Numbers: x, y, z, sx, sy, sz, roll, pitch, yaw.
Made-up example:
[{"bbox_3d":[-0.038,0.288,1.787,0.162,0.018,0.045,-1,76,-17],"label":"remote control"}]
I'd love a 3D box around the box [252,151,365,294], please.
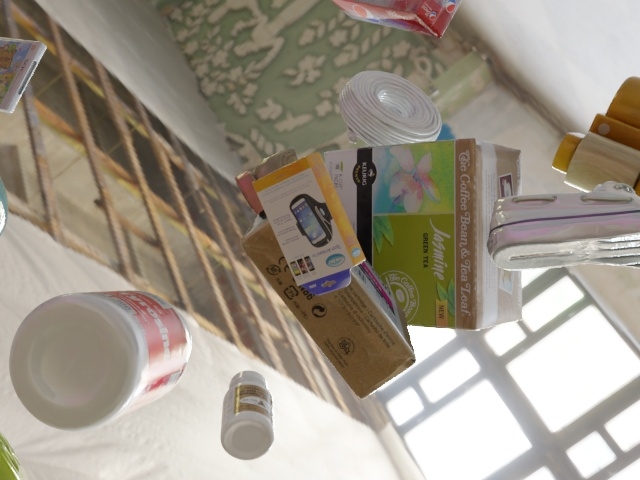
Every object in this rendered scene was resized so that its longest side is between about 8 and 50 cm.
[{"bbox_3d":[-0.010,-0.014,0.778,0.028,0.081,0.136,-31,-82,-50],"label":"box"}]

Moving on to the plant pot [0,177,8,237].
[{"bbox_3d":[-0.705,-0.065,1.353,0.293,0.293,0.235,54,177,14],"label":"plant pot"}]

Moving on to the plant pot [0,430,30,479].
[{"bbox_3d":[-0.394,0.299,0.774,0.207,0.227,0.228,47,158,-6],"label":"plant pot"}]

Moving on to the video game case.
[{"bbox_3d":[-0.798,-0.417,1.888,0.212,0.193,0.023,14,164,31],"label":"video game case"}]

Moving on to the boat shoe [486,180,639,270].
[{"bbox_3d":[0.271,-0.022,0.709,0.083,0.226,0.076,67,-155,-58],"label":"boat shoe"}]

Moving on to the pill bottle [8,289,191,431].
[{"bbox_3d":[-0.380,0.208,1.422,0.229,0.229,0.407,53,-177,6],"label":"pill bottle"}]

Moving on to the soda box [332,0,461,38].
[{"bbox_3d":[0.132,-0.454,1.407,0.083,0.092,0.263,30,180,-43],"label":"soda box"}]

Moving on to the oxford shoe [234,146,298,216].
[{"bbox_3d":[0.000,0.000,1.305,0.348,0.130,0.123,55,178,-25],"label":"oxford shoe"}]

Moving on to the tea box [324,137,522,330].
[{"bbox_3d":[0.194,-0.010,1.431,0.220,0.323,0.329,0,-91,-54],"label":"tea box"}]

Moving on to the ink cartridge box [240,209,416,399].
[{"bbox_3d":[0.013,0.051,0.935,0.235,0.088,0.193,52,-170,-9],"label":"ink cartridge box"}]

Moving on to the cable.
[{"bbox_3d":[0.165,-0.307,1.811,0.257,0.089,0.257,2,-132,-30],"label":"cable"}]

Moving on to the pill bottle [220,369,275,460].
[{"bbox_3d":[-0.180,0.426,1.887,0.131,0.131,0.229,50,-170,-20],"label":"pill bottle"}]

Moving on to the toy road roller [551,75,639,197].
[{"bbox_3d":[0.648,-0.215,1.591,0.202,0.241,0.329,28,-158,24],"label":"toy road roller"}]
